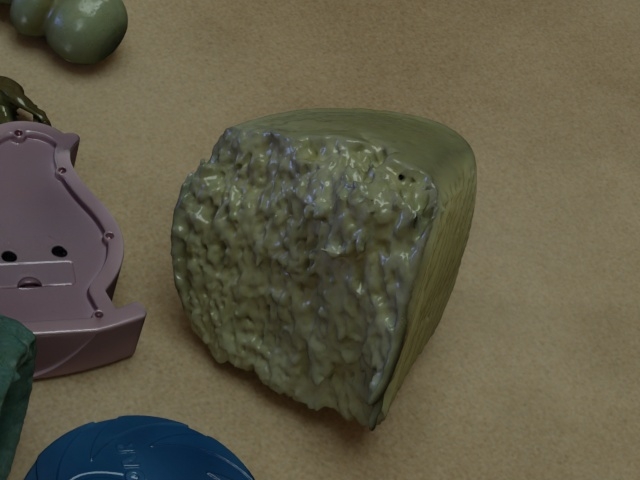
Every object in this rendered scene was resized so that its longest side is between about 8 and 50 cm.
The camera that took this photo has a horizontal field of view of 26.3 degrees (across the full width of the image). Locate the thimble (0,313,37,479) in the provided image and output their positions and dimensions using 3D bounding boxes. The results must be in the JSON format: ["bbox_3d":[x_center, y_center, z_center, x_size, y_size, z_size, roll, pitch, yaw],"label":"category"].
[{"bbox_3d":[-0.335,0.165,1.165,0.143,0.235,0.198,17,8,-2],"label":"thimble"}]

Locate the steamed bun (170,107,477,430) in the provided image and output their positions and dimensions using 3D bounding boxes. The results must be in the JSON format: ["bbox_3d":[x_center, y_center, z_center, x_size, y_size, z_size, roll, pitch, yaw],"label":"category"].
[{"bbox_3d":[0.000,0.000,1.352,0.272,0.290,0.273,25,31,12],"label":"steamed bun"}]

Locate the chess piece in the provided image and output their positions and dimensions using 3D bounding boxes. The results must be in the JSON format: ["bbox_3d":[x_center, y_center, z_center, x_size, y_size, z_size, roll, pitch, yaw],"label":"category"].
[{"bbox_3d":[-0.336,-0.296,1.599,0.243,0.133,0.133,36,50,4],"label":"chess piece"}]

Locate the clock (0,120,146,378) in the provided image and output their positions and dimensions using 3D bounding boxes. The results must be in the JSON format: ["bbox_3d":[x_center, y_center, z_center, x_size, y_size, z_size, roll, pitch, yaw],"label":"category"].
[{"bbox_3d":[-0.346,0.011,1.362,0.290,0.080,0.275,-5,53,-22],"label":"clock"}]

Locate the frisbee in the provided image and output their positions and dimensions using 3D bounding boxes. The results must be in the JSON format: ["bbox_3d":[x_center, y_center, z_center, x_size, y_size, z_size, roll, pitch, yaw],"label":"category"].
[{"bbox_3d":[-0.159,0.257,1.241,0.242,0.045,0.242,8,51,-11],"label":"frisbee"}]

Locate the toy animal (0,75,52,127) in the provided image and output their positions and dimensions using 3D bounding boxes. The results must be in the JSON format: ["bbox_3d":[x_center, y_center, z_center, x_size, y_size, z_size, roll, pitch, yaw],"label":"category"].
[{"bbox_3d":[-0.368,-0.156,1.499,0.220,0.069,0.086,34,31,9],"label":"toy animal"}]
